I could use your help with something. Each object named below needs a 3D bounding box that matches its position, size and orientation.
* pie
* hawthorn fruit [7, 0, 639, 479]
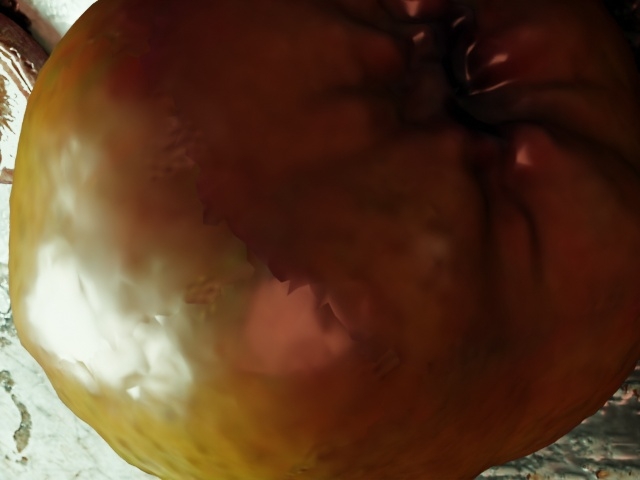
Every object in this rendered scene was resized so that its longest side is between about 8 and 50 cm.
[{"bbox_3d":[-0.309,-0.130,1.446,0.182,0.049,0.182,11,124,16],"label":"pie"},{"bbox_3d":[0.000,0.000,1.120,0.472,0.472,0.471,13,123,21],"label":"hawthorn fruit"}]
